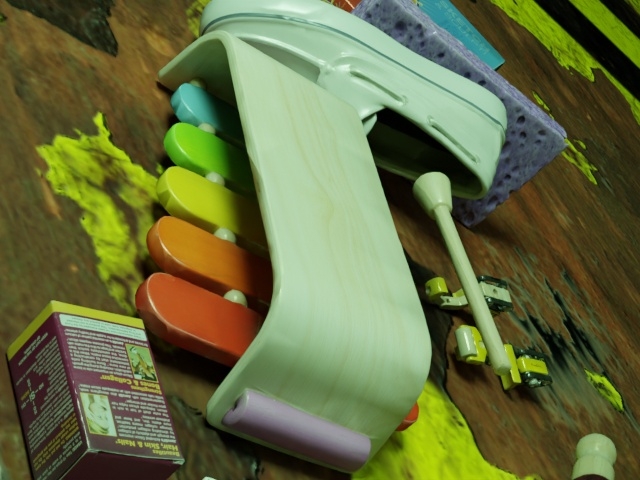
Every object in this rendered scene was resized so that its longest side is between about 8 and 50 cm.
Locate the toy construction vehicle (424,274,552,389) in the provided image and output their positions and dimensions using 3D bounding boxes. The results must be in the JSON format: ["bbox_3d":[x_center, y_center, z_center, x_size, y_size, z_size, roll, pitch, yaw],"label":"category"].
[{"bbox_3d":[0.123,0.071,0.896,0.098,0.035,0.086,13,53,-43],"label":"toy construction vehicle"}]

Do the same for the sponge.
[{"bbox_3d":[0.091,-0.108,0.989,0.210,0.117,0.031,36,28,-20],"label":"sponge"}]

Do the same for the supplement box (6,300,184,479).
[{"bbox_3d":[-0.105,0.076,0.550,0.055,0.043,0.083,19,38,-43],"label":"supplement box"}]

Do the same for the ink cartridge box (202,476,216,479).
[{"bbox_3d":[-0.037,0.161,0.424,0.092,0.143,0.090,31,31,-28],"label":"ink cartridge box"}]

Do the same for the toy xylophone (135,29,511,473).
[{"bbox_3d":[0.000,0.000,0.756,0.236,0.081,0.323,31,31,-28],"label":"toy xylophone"}]

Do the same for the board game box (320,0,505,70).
[{"bbox_3d":[0.022,-0.244,1.128,0.316,0.064,0.242,47,27,1],"label":"board game box"}]

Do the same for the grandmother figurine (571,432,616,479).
[{"bbox_3d":[0.231,0.224,0.777,0.208,0.104,0.342,39,27,20],"label":"grandmother figurine"}]

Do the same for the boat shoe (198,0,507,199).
[{"bbox_3d":[0.026,-0.107,0.906,0.258,0.095,0.084,19,57,-11],"label":"boat shoe"}]
